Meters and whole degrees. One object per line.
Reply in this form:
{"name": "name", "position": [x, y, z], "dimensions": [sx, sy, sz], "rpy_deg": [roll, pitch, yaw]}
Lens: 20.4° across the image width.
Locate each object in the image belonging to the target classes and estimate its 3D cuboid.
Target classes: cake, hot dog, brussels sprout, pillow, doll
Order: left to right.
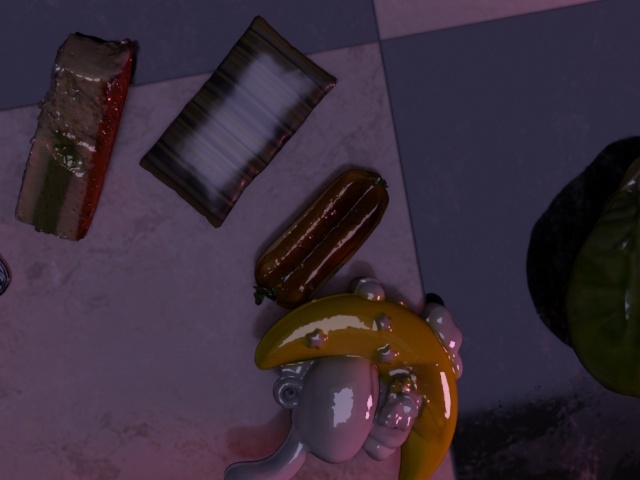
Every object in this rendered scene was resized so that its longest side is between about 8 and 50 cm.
{"name": "cake", "position": [-0.253, -0.120, 1.861], "dimensions": [0.086, 0.117, 0.220], "rpy_deg": [17, 130, -2]}
{"name": "pillow", "position": [-0.086, -0.125, 1.869], "dimensions": [0.113, 0.038, 0.203], "rpy_deg": [40, 94, -4]}
{"name": "hot dog", "position": [0.000, 0.000, 1.881], "dimensions": [0.072, 0.055, 0.188], "rpy_deg": [44, 94, -5]}
{"name": "doll", "position": [0.033, 0.161, 1.882], "dimensions": [0.237, 0.111, 0.252], "rpy_deg": [10, 98, -20]}
{"name": "brussels sprout", "position": [0.371, 0.031, 1.832], "dimensions": [0.219, 0.210, 0.271], "rpy_deg": [4, 87, 19]}

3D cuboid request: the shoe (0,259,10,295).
{"name": "shoe", "position": [-0.391, 0.002, 1.866], "dimensions": [0.062, 0.053, 0.159], "rpy_deg": [-43, 100, 7]}
